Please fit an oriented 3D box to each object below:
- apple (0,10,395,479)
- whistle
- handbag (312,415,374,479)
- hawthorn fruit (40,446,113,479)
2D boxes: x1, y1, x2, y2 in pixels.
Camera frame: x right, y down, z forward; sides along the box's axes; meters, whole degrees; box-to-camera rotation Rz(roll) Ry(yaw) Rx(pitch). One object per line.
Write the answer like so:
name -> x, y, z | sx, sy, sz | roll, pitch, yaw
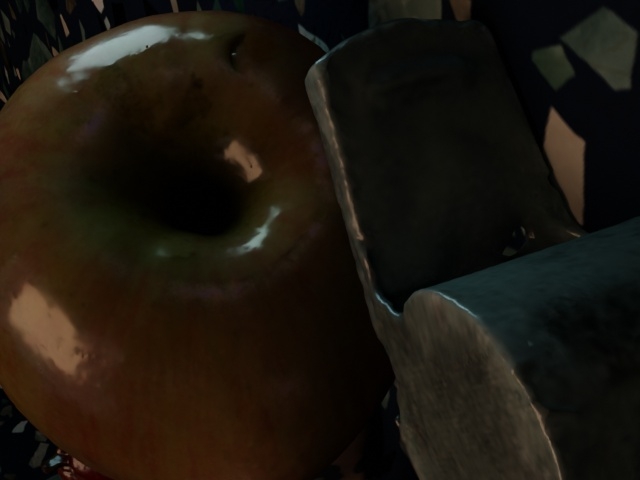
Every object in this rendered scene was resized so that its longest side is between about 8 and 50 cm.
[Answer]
apple -> -0.097, 0.024, 0.896 | 0.391, 0.391, 0.346 | 60, 168, 19
whistle -> 0.125, 0.044, 0.668 | 0.405, 0.168, 0.188 | 58, 156, 34
handbag -> -0.074, 0.198, 1.237 | 0.251, 0.193, 0.190 | 45, 144, 44
hawthorn fruit -> -0.340, 0.333, 1.838 | 0.265, 0.307, 0.265 | 38, 140, 41
